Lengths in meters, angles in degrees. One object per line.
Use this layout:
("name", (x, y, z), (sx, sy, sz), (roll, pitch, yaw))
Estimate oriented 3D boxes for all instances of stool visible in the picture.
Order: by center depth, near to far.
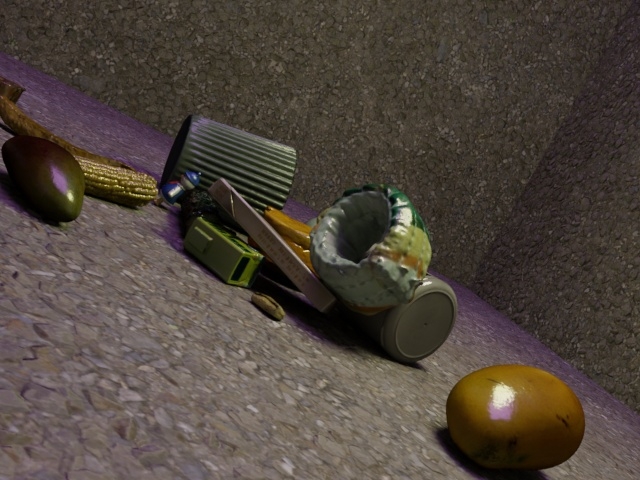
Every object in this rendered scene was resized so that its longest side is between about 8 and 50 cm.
("stool", (-0.279, -0.202, 2.132), (0.330, 0.297, 0.297), (22, 9, -20))

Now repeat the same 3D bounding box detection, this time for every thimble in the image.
("thimble", (0.111, 0.018, 1.562), (0.167, 0.254, 0.288), (49, 9, -37))

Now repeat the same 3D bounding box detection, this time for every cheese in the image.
("cheese", (-0.103, 0.131, 1.435), (0.083, 0.030, 0.044), (29, -16, 41))

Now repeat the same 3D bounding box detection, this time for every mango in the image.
("mango", (0.343, 0.321, 1.290), (0.317, 0.173, 0.211), (4, 29, -45))
("mango", (-0.504, -0.121, 1.325), (0.267, 0.111, 0.133), (42, 2, 41))

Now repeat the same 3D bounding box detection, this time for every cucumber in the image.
("cucumber", (-0.308, -0.074, 1.830), (0.096, 0.096, 0.359), (27, 8, -18))

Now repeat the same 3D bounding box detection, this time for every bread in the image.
("bread", (-0.084, 0.017, 1.855), (0.195, 0.143, 0.269), (23, 7, -26))

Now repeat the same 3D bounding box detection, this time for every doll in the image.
("doll", (-0.370, -0.136, 1.869), (0.058, 0.143, 0.099), (56, 7, -11))

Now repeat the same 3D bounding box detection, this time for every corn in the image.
("corn", (-0.485, -0.135, 1.612), (0.086, 0.086, 0.288), (34, 10, 36))

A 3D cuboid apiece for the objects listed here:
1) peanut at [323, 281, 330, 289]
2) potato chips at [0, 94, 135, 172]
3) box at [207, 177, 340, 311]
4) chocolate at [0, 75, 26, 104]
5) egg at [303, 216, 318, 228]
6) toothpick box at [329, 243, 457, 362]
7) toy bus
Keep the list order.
("peanut", (0.077, 0.132, 1.964), (0.174, 0.080, 0.080), (28, 6, -35))
("potato chips", (-0.648, -0.242, 1.771), (0.407, 0.080, 0.057), (28, -10, 8))
("box", (-0.099, 0.019, 1.623), (0.365, 0.051, 0.204), (47, -1, 9))
("chocolate", (-0.907, -0.413, 1.899), (0.214, 0.093, 0.148), (26, 9, -12))
("egg", (0.000, 0.000, 2.283), (0.149, 0.149, 0.192), (30, 13, 6))
("toothpick box", (0.154, 0.141, 1.724), (0.229, 0.229, 0.316), (23, 7, -39))
("toy bus", (-0.212, 0.021, 1.542), (0.175, 0.088, 0.101), (35, 11, 32))
